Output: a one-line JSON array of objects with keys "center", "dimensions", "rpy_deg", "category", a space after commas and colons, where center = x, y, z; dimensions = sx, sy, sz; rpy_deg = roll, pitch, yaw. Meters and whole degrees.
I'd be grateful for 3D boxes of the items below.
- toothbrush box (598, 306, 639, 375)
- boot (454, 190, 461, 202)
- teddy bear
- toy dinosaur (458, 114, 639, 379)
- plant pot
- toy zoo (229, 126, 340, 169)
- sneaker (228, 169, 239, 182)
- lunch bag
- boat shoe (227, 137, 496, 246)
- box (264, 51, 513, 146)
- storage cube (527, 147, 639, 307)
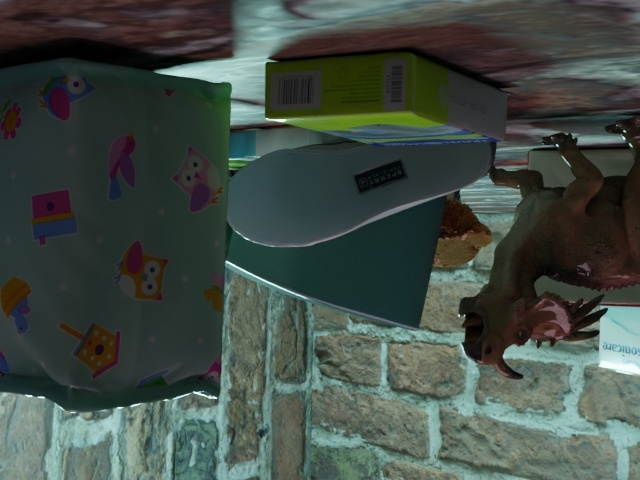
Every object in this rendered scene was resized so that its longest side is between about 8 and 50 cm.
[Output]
[{"center": [0.539, 0.049, 1.582], "dimensions": [0.216, 0.296, 0.126], "rpy_deg": [0, 180, -19], "category": "toothbrush box"}, {"center": [0.186, -0.060, 1.706], "dimensions": [0.069, 0.086, 0.190], "rpy_deg": [1, 179, 1], "category": "boot"}, {"center": [0.075, -0.045, 1.508], "dimensions": [0.338, 0.113, 0.245], "rpy_deg": [0, 152, -9], "category": "teddy bear"}, {"center": [0.251, 0.004, 0.962], "dimensions": [0.295, 0.200, 0.127], "rpy_deg": [-12, 176, 0], "category": "toy dinosaur"}, {"center": [0.000, 0.000, 1.287], "dimensions": [0.234, 0.166, 0.165], "rpy_deg": [13, 177, -14], "category": "plant pot"}, {"center": [-0.011, -0.096, 1.146], "dimensions": [0.293, 0.030, 0.192], "rpy_deg": [1, 180, 41], "category": "toy zoo"}, {"center": [-0.157, -0.076, 1.336], "dimensions": [0.084, 0.083, 0.215], "rpy_deg": [4, -160, 39], "category": "sneaker"}, {"center": [-0.191, -0.005, 0.755], "dimensions": [0.160, 0.223, 0.262], "rpy_deg": [1, 180, -44], "category": "lunch bag"}, {"center": [0.039, -0.053, 0.986], "dimensions": [0.258, 0.095, 0.084], "rpy_deg": [-9, -177, 18], "category": "boat shoe"}, {"center": [0.053, -0.092, 0.733], "dimensions": [0.109, 0.042, 0.178], "rpy_deg": [1, 179, 30], "category": "box"}, {"center": [0.361, -0.013, 1.284], "dimensions": [0.215, 0.184, 0.193], "rpy_deg": [2, 178, 26], "category": "storage cube"}]
